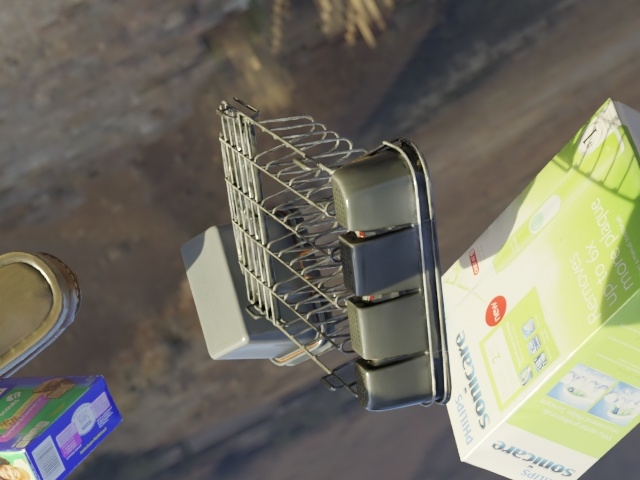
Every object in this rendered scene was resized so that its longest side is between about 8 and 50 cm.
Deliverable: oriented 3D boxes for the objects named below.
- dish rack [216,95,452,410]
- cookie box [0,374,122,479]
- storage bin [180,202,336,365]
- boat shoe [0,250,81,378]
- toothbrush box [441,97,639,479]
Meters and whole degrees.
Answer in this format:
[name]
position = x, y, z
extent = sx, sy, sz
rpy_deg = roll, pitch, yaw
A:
[dish rack]
position = 0.000, 0.000, 1.445
extent = 0.074, 0.208, 0.271
rpy_deg = -15, -156, -21
[cookie box]
position = -0.202, 0.129, 1.250
extent = 0.107, 0.040, 0.092
rpy_deg = -5, -154, 34
[storage bin]
position = -0.055, 0.040, 1.612
extent = 0.091, 0.135, 0.098
rpy_deg = -6, 165, -44
[boat shoe]
position = -0.335, 0.115, 1.595
extent = 0.307, 0.110, 0.104
rpy_deg = -27, 176, 5
[toothbrush box]
position = 0.233, 0.052, 1.658
extent = 0.122, 0.206, 0.283
rpy_deg = 22, 126, -28
